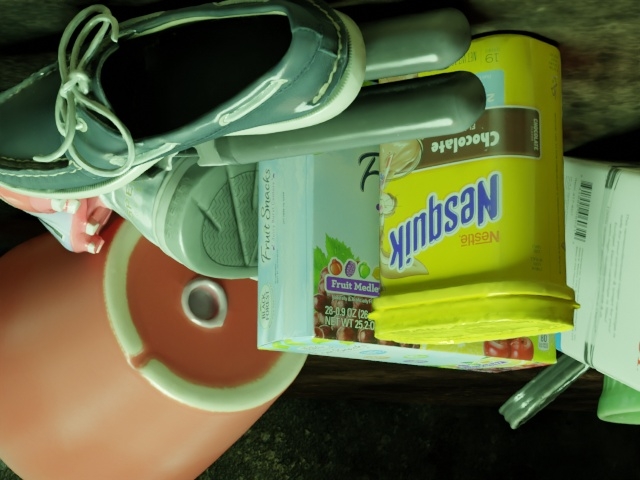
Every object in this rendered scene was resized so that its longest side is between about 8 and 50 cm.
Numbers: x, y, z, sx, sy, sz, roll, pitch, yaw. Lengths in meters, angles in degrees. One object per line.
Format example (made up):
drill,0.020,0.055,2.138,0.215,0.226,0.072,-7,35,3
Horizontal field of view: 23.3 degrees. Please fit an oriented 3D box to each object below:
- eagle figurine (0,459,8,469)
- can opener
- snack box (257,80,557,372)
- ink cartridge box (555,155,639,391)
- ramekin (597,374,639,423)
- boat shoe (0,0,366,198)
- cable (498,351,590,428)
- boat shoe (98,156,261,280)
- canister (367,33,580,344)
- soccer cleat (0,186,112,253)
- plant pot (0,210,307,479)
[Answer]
eagle figurine,-0.359,0.104,1.635,0.298,0.225,0.226,21,149,-34
can opener,-0.031,-0.092,0.935,0.283,0.076,0.095,-6,-160,28
snack box,0.059,-0.008,1.032,0.207,0.174,0.070,10,164,-36
ink cartridge box,0.238,0.021,1.115,0.086,0.148,0.203,3,-173,-15
ramekin,0.486,0.140,1.875,0.303,0.148,0.303,0,169,0
boat shoe,-0.101,-0.081,0.863,0.254,0.095,0.079,-7,169,27
cable,0.298,0.087,1.480,0.287,0.072,0.139,-40,173,-22
boat shoe,-0.034,-0.023,1.139,0.103,0.118,0.320,25,-169,30
canister,0.089,-0.028,0.934,0.126,0.170,0.073,-11,165,44
soccer cleat,-0.198,-0.048,1.129,0.095,0.083,0.248,27,175,4
plant pot,-0.147,0.082,1.349,0.275,0.275,0.243,6,159,-30
